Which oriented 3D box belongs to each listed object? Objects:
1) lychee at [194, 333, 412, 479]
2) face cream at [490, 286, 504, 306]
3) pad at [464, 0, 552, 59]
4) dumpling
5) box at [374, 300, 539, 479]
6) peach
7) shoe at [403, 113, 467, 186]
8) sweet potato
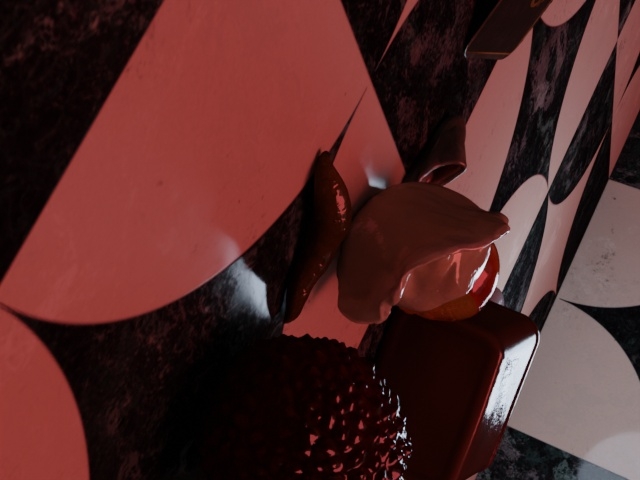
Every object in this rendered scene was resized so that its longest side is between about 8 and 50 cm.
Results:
[{"bbox_3d":[-0.022,0.242,1.282,0.300,0.264,0.264,-130,-121,-76],"label":"lychee"},{"bbox_3d":[0.325,0.244,2.405,0.336,0.080,0.163,-46,151,-45],"label":"face cream"},{"bbox_3d":[0.419,-0.440,1.773,0.375,0.063,0.315,-54,162,26],"label":"pad"},{"bbox_3d":[0.163,-0.005,1.526,0.318,0.187,0.243,-33,-175,-32],"label":"dumpling"},{"bbox_3d":[0.231,0.277,1.988,0.229,0.239,0.339,-4,115,-65],"label":"box"},{"bbox_3d":[0.204,0.053,1.771,0.190,0.190,0.192,-3,118,-68],"label":"peach"},{"bbox_3d":[0.207,-0.126,1.741,0.195,0.078,0.079,-50,153,-32],"label":"shoe"},{"bbox_3d":[0.001,0.001,1.389,0.069,0.059,0.249,-10,126,-43],"label":"sweet potato"}]
